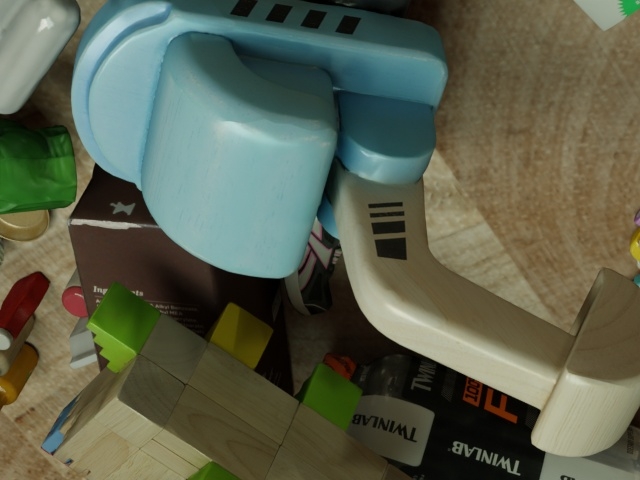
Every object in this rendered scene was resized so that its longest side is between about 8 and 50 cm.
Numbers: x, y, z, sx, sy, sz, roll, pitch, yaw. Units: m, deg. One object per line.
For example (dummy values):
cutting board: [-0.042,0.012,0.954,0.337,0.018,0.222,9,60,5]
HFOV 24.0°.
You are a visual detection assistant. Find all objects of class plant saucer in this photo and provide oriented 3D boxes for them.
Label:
plant saucer: [-0.315,-0.035,1.548,0.083,0.015,0.083,9,130,11]

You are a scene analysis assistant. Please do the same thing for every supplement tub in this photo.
supplement tub: [0.142,0.238,1.503,0.338,0.207,0.207,17,131,2]

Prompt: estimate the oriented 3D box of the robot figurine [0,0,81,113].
robot figurine: [-0.300,-0.253,1.241,0.353,0.200,0.300,-41,71,39]

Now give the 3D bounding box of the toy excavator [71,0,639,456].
toy excavator: [0.017,-0.039,1.168,0.433,0.445,0.222,9,132,-11]

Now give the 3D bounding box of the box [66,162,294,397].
box: [-0.123,0.076,1.466,0.143,0.191,0.381,4,130,14]

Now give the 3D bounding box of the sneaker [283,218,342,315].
sneaker: [0.000,0.000,1.447,0.077,0.072,0.178,-5,133,7]

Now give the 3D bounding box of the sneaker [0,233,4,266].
sneaker: [-0.482,-0.025,1.551,0.293,0.102,0.146,40,129,-16]

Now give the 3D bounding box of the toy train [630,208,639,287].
toy train: [0.341,0.026,1.375,0.125,0.046,0.166,12,130,8]

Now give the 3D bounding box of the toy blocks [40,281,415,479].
toy blocks: [-0.096,0.228,1.362,0.381,0.190,0.261,35,141,-11]

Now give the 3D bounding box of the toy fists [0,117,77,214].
toy fists: [-0.319,-0.068,1.372,0.142,0.279,0.096,-7,95,-22]

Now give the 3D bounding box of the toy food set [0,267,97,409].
toy food set: [-0.285,0.104,1.592,0.232,0.104,0.111,-21,119,30]

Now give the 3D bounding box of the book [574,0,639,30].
book: [0.217,-0.245,1.206,0.144,0.035,0.096,41,132,-18]
